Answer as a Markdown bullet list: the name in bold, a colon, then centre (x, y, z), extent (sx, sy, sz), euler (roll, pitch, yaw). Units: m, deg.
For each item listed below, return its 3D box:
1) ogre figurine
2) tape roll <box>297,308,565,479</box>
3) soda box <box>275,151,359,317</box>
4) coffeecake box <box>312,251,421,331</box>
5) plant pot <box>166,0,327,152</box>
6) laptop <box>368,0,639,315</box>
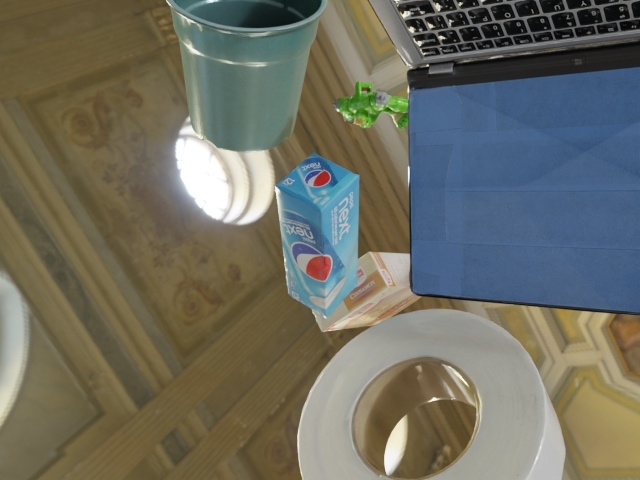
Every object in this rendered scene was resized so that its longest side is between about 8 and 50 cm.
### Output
- **ogre figurine**: centre (0.112, -0.291, 1.486), extent (0.197, 0.118, 0.096), euler (27, -77, 41)
- **tape roll**: centre (0.119, 0.220, 0.765), extent (0.286, 0.286, 0.100), euler (2, -38, 34)
- **soda box**: centre (0.000, 0.000, 0.826), extent (0.067, 0.071, 0.210), euler (30, -32, 25)
- **coffeecake box**: centre (0.090, 0.085, 1.133), extent (0.142, 0.185, 0.068), euler (-37, -112, 27)
- **plant pot**: centre (-0.171, -0.404, 1.535), extent (0.341, 0.341, 0.334), euler (27, -42, 19)
- **laptop**: centre (0.201, -0.128, 0.596), extent (0.382, 0.236, 0.408), euler (2, -28, 34)
